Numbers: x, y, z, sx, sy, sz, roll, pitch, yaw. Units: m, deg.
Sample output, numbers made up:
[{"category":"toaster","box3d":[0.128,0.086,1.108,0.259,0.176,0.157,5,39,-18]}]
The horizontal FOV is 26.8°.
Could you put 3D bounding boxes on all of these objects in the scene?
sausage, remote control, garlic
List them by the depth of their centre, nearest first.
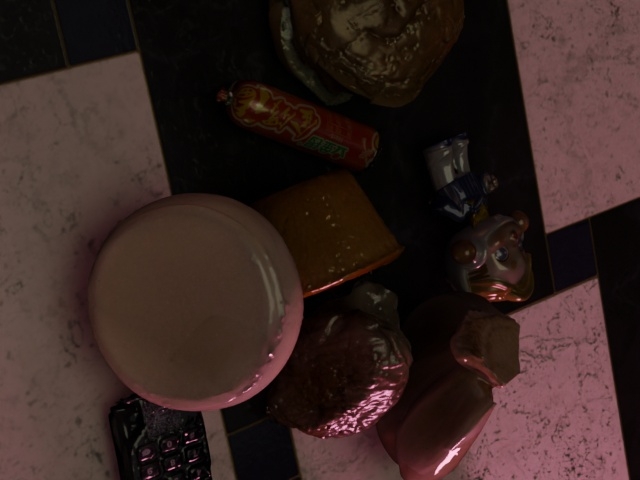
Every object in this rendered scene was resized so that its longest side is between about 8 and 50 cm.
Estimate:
[{"category":"remote control","box3d":[-0.204,0.389,1.836,0.144,0.062,0.399,-16,104,-32]},{"category":"sausage","box3d":[-0.036,-0.165,1.897,0.264,0.083,0.083,18,84,-33]},{"category":"garlic","box3d":[0.175,0.202,1.968,0.132,0.325,0.279,29,45,-12]}]

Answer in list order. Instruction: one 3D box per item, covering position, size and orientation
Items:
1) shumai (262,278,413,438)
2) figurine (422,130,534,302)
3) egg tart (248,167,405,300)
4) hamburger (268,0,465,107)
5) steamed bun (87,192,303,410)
[{"category":"shumai","box3d":[0.050,0.173,1.936,0.185,0.184,0.218,-26,146,-58]},{"category":"figurine","box3d":[0.228,-0.023,2.063,0.274,0.133,0.194,53,43,-20]},{"category":"egg tart","box3d":[0.000,0.000,1.868,0.215,0.215,0.171,-22,91,-31]},{"category":"hamburger","box3d":[0.076,-0.330,1.921,0.265,0.134,0.285,40,70,-32]},{"category":"steamed bun","box3d":[-0.155,0.076,1.747,0.283,0.177,0.283,1,98,10]}]
